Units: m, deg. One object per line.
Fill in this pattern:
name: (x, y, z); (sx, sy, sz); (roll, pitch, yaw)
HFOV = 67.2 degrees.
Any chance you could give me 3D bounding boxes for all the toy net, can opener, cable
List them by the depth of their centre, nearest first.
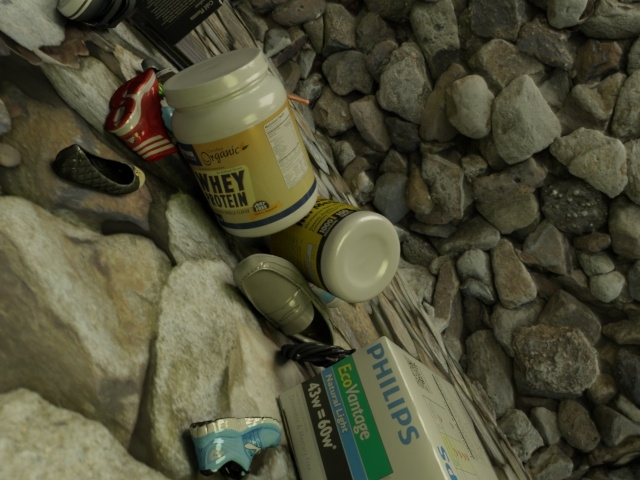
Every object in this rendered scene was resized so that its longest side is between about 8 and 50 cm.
cable: (-0.003, 0.223, 0.911); (0.150, 0.184, 0.047); (13, 73, -20)
toy net: (-0.322, -0.290, 1.134); (0.122, 0.045, 0.232); (59, 11, 6)
can opener: (-0.338, -0.379, 1.210); (0.095, 0.076, 0.283); (60, 13, 9)

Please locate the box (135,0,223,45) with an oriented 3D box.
box: (-0.423, -0.733, 1.264); (0.312, 0.179, 0.343); (46, 18, -34)

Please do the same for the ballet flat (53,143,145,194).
ballet flat: (-0.315, -0.104, 0.718); (0.057, 0.049, 0.173); (60, 14, 8)

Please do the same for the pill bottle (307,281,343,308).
pill bottle: (-0.001, 0.115, 1.241); (0.160, 0.087, 0.087); (44, 19, -46)

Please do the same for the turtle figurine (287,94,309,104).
turtle figurine: (-0.171, -0.316, 1.234); (0.217, 0.269, 0.087); (-131, -152, -70)

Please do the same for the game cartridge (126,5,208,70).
game cartridge: (-0.450, -0.606, 1.380); (0.355, 0.068, 0.230); (39, 19, -52)

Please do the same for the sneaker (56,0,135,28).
sneaker: (-0.454, -0.516, 1.011); (0.127, 0.126, 0.321); (38, 21, -39)

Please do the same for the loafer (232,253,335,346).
loafer: (-0.056, 0.130, 0.965); (0.319, 0.112, 0.111); (42, 11, -48)

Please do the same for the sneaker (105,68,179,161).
sneaker: (-0.331, -0.228, 0.925); (0.221, 0.087, 0.128); (-90, 156, -45)

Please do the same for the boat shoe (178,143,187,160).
boat shoe: (-0.194, -0.157, 1.156); (0.319, 0.099, 0.116); (43, 19, -45)

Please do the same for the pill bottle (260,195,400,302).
pill bottle: (0.000, 0.000, 1.068); (0.334, 0.188, 0.188); (22, -21, 52)

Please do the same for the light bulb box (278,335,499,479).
light bulb box: (0.151, 0.407, 0.811); (0.361, 0.225, 0.358); (41, 22, -47)

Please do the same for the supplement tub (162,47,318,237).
supplement tub: (-0.151, -0.189, 0.953); (0.228, 0.228, 0.316); (-102, 173, -56)

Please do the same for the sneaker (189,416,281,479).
sneaker: (-0.107, 0.268, 0.621); (0.162, 0.063, 0.073); (29, 48, -55)

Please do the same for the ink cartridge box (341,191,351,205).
ink cartridge box: (0.110, -0.002, 1.713); (0.207, 0.119, 0.353); (63, 5, 26)
